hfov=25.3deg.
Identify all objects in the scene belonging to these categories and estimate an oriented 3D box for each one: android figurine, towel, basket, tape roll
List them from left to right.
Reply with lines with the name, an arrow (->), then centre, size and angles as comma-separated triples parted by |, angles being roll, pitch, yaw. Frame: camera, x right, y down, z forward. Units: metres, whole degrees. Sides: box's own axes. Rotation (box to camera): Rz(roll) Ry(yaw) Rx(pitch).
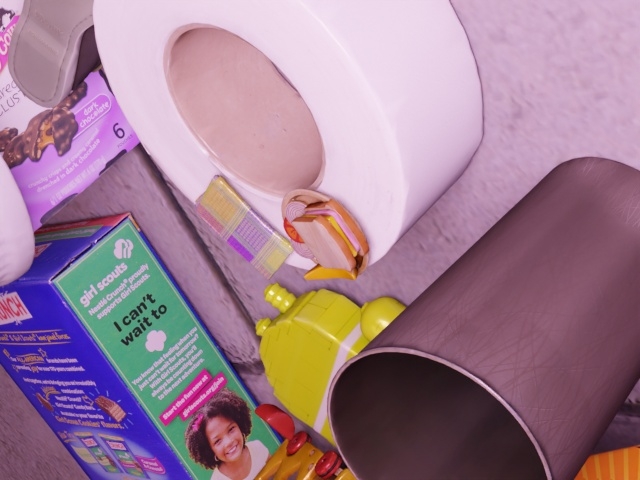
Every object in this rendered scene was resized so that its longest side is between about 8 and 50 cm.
towel -> -0.058, -0.011, 1.071 | 0.083, 0.009, 0.060 | 43, 148, 2
tape roll -> -0.028, -0.116, 1.019 | 0.286, 0.100, 0.286 | 30, 146, 23
android figurine -> 0.051, 0.139, 1.267 | 0.273, 0.056, 0.248 | 35, 148, 15
basket -> 0.136, 0.061, 0.909 | 0.154, 0.227, 0.204 | 41, 150, 7

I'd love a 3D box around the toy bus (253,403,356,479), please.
toy bus -> 0.001, 0.263, 1.375 | 0.191, 0.104, 0.202 | 35, 171, 30

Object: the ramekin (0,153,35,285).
ramekin -> -0.379, -0.040, 1.168 | 0.277, 0.135, 0.277 | 32, 147, 24

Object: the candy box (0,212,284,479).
candy box -> -0.221, 0.135, 1.524 | 0.268, 0.122, 0.317 | -4, 125, 53

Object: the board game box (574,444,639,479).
board game box -> 0.166, 0.402, 0.950 | 0.356, 0.356, 0.356 | -112, 16, -49

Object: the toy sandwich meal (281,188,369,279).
toy sandwich meal -> 0.000, 0.000, 0.995 | 0.086, 0.029, 0.085 | 30, 146, 23

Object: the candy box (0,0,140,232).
candy box -> -0.275, -0.121, 1.243 | 0.070, 0.165, 0.196 | -1, 127, 50

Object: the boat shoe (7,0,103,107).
boat shoe -> -0.190, -0.199, 1.140 | 0.081, 0.068, 0.228 | 42, 140, 3
